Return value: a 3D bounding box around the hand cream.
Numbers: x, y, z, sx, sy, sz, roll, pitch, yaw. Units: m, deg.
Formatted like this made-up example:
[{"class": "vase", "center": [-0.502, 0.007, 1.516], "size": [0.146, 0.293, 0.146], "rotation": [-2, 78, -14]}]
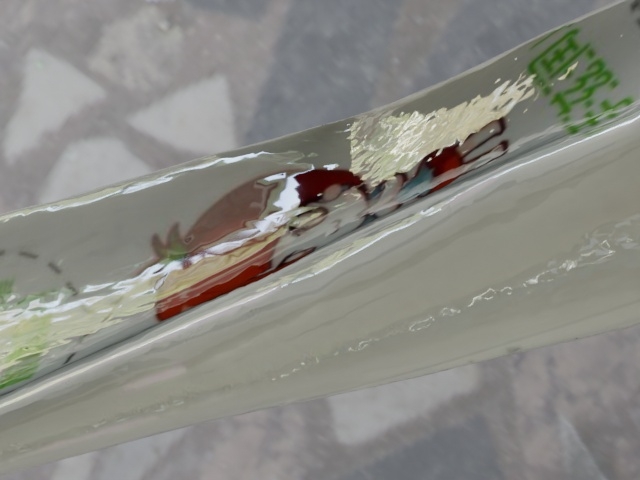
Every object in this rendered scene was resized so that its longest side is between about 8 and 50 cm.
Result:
[{"class": "hand cream", "center": [0.000, 0.000, 0.461], "size": [0.336, 0.076, 0.121], "rotation": [-16, 28, 13]}]
